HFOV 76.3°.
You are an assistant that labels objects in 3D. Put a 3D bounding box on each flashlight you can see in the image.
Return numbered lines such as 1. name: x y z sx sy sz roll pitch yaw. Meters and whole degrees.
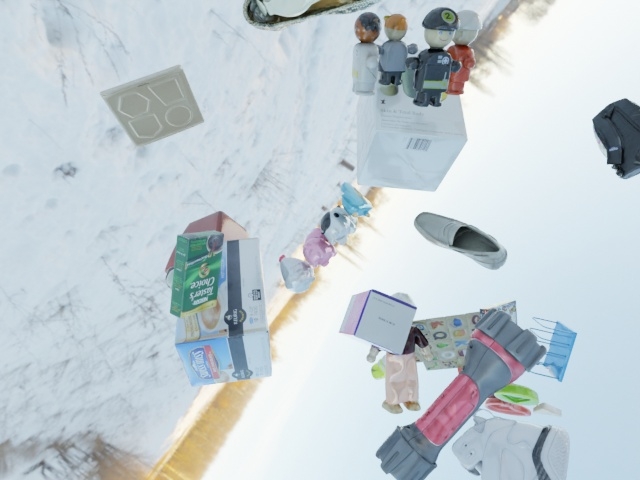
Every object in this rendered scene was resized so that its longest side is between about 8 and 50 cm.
1. flashlight: 0.211 0.248 0.637 0.304 0.103 0.103 -47 180 -2

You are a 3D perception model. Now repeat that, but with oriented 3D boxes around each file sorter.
1. file sorter: 0.750 0.355 1.358 0.118 0.104 0.171 -55 158 -81

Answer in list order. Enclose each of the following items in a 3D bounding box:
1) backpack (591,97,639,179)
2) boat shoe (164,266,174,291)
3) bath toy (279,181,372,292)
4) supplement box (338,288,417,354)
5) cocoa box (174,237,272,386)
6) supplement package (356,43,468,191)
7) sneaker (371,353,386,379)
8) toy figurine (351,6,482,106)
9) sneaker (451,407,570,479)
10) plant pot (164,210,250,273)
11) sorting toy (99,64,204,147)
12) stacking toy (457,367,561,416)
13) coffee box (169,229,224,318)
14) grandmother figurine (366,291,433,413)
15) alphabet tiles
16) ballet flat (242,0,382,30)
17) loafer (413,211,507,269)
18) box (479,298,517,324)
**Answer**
1. backpack: 0.762 -0.256 1.015 0.152 0.182 0.115 -33 154 24
2. boat shoe: -0.452 0.113 1.248 0.049 0.043 0.137 -23 157 -25
3. bath toy: 0.000 0.000 1.175 0.348 0.129 0.151 -50 154 20
4. supplement box: 0.126 0.191 0.965 0.220 0.111 0.114 120 -8 -78
5. cocoa box: -0.269 0.194 1.162 0.347 0.227 0.232 -104 -168 -44
6. supplement package: 0.199 -0.285 0.966 0.198 0.199 0.263 104 -11 -62
7. sneaker: 0.312 0.522 1.718 0.126 0.091 0.240 -4 157 -26
8. toy figurine: 0.169 -0.344 0.743 0.213 0.209 0.148 -35 138 -45
9. sneaker: 0.371 0.537 0.842 0.366 0.210 0.137 -61 141 -25
10. plant pot: -0.424 0.041 1.659 0.267 0.267 0.236 -19 -127 23
11. sorting toy: -0.406 -0.330 1.009 0.192 0.038 0.208 -24 158 -9
12. stacking toy: 0.648 0.505 1.423 0.279 0.308 0.131 -24 -138 50
13. coffee box: -0.275 0.073 0.915 0.113 0.040 0.184 -11 115 -60
14. grandmother figurine: 0.230 0.323 1.197 0.104 0.207 0.343 -175 -95 -64
15. alphabet tiles: 0.418 0.324 1.284 0.342 0.285 0.011 -12 -140 20
16. ballet flat: 0.027 -0.606 0.963 0.482 0.164 0.182 -10 -145 22
17. loafer: 0.431 -0.018 1.281 0.112 0.319 0.111 -55 145 -9
18. box: 0.481 0.217 1.097 0.137 0.094 0.027 -8 -175 -35
